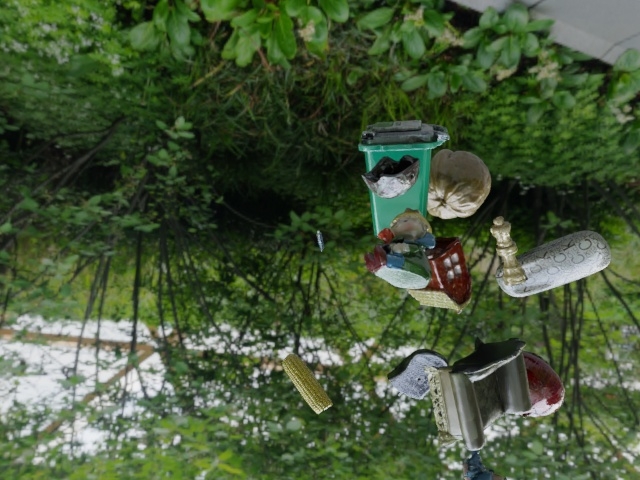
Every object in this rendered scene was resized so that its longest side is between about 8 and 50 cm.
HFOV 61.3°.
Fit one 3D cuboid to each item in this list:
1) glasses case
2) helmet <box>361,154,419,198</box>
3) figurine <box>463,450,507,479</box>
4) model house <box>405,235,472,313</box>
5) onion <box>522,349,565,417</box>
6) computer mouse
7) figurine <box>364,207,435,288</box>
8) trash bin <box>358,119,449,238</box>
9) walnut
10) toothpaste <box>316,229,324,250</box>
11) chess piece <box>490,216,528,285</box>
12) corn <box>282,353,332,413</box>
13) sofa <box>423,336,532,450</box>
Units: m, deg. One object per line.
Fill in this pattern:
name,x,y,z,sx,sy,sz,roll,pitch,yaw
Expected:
glasses case,0.728,0.079,1.711,0.354,0.137,0.085,-28,-163,37
helmet,0.221,-0.183,1.628,0.176,0.108,0.153,4,-148,41
figurine,0.461,0.661,1.490,0.144,0.115,0.178,-2,-154,0
model house,0.400,0.131,1.862,0.159,0.254,0.196,-25,-167,-32
onion,0.678,0.480,1.785,0.247,0.248,0.161,1,-166,27
computer mouse,0.335,0.441,1.827,0.147,0.264,0.088,33,-147,-4
figurine,0.201,0.000,1.372,0.185,0.235,0.127,15,148,-14
trash bin,0.292,-0.215,1.872,0.294,0.382,0.259,-1,-160,11
walnut,0.528,-0.225,2.147,0.285,0.286,0.296,11,157,-38
toothpaste,0.000,0.000,2.064,0.019,0.084,0.027,-2,-155,25
chess piece,0.453,0.023,1.310,0.060,0.172,0.060,-19,-164,6
corn,-0.053,0.535,2.026,0.081,0.248,0.081,-35,161,-14
sofa,0.388,0.351,1.247,0.258,0.200,0.182,-13,-176,-40
